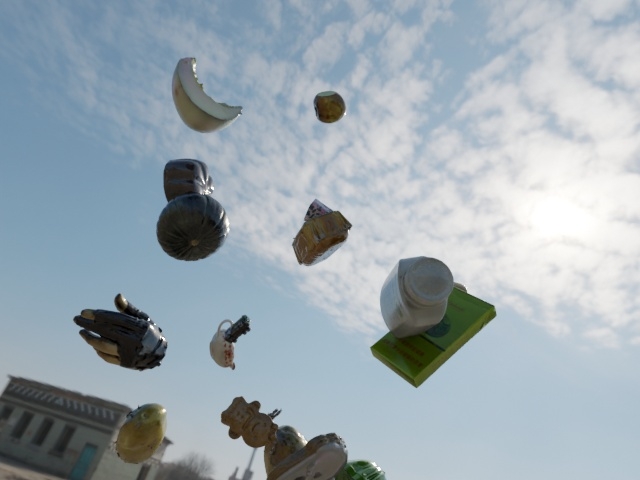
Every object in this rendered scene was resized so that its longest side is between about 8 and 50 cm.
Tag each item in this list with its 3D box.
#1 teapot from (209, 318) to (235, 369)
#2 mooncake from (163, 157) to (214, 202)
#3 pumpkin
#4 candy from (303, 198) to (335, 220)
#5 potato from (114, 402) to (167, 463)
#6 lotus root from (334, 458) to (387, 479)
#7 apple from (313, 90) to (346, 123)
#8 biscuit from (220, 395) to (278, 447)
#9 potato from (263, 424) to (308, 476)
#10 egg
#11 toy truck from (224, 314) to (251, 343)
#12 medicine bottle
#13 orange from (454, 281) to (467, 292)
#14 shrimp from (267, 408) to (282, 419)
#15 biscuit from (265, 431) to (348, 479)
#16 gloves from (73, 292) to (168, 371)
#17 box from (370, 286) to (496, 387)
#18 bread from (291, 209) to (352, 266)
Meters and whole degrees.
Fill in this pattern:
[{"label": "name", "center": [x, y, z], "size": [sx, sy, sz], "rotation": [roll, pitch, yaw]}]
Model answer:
[{"label": "teapot", "center": [-0.407, 0.443, 1.970], "size": [0.116, 0.159, 0.245], "rotation": [5, -65, -16]}, {"label": "mooncake", "center": [-0.499, -0.198, 1.789], "size": [0.133, 0.245, 0.245], "rotation": [-3, -35, 6]}, {"label": "pumpkin", "center": [-0.441, -0.049, 1.603], "size": [0.216, 0.250, 0.250], "rotation": [39, -12, 45]}, {"label": "candy", "center": [0.015, -0.089, 1.923], "size": [0.160, 0.073, 0.092], "rotation": [34, -67, 2]}, {"label": "potato", "center": [-0.613, 0.663, 1.610], "size": [0.140, 0.173, 0.300], "rotation": [33, -51, 10]}, {"label": "lotus root", "center": [0.123, 0.686, 1.306], "size": [0.186, 0.186, 0.186], "rotation": [14, -32, 9]}, {"label": "apple", "center": [0.031, -0.437, 1.536], "size": [0.102, 0.114, 0.099], "rotation": [-14, -61, -6]}, {"label": "biscuit", "center": [-0.225, 0.571, 1.456], "size": [0.184, 0.133, 0.027], "rotation": [43, -25, 26]}, {"label": "potato", "center": [-0.108, 0.781, 1.648], "size": [0.229, 0.229, 0.266], "rotation": [-8, -69, 36]}, {"label": "egg", "center": [-0.434, -0.479, 1.656], "size": [0.271, 0.206, 0.162], "rotation": [36, -47, -27]}, {"label": "toy truck", "center": [-0.231, 0.247, 1.305], "size": [0.083, 0.044, 0.039], "rotation": [-42, -57, 12]}, {"label": "medicine bottle", "center": [0.242, 0.144, 1.215], "size": [0.124, 0.179, 0.324], "rotation": [-7, -21, -5]}, {"label": "orange", "center": [0.427, 0.271, 1.749], "size": [0.196, 0.262, 0.334], "rotation": [32, -10, 12]}, {"label": "shrimp", "center": [-0.195, 0.698, 1.862], "size": [0.038, 0.092, 0.029], "rotation": [1, -64, 59]}, {"label": "biscuit", "center": [-0.024, 0.529, 1.065], "size": [0.049, 0.208, 0.181], "rotation": [49, -11, 45]}, {"label": "gloves", "center": [-0.592, 0.277, 1.410], "size": [0.152, 0.197, 0.301], "rotation": [-15, -38, 40]}, {"label": "box", "center": [0.326, 0.263, 1.354], "size": [0.187, 0.335, 0.047], "rotation": [27, -33, 52]}, {"label": "bread", "center": [0.000, 0.000, 1.445], "size": [0.107, 0.136, 0.241], "rotation": [64, -23, 10]}]
